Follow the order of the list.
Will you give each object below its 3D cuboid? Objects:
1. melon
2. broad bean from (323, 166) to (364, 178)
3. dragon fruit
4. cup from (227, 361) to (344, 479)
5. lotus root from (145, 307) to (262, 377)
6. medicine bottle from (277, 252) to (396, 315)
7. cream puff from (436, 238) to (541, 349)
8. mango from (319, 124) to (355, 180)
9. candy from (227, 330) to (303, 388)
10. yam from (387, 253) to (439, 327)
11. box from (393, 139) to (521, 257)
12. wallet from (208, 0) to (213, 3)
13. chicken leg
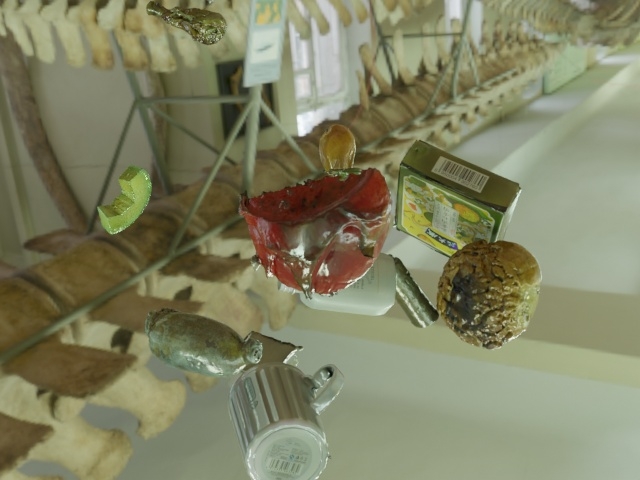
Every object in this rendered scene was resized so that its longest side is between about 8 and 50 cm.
[{"bbox_3d":[-0.581,-0.119,2.077,0.064,0.118,0.209,34,-98,29],"label":"melon"},{"bbox_3d":[0.072,-0.157,2.006,0.144,0.049,0.292,-4,166,-4],"label":"broad bean"},{"bbox_3d":[0.000,0.000,1.528,0.343,0.282,0.100,-13,-165,12],"label":"dragon fruit"},{"bbox_3d":[-0.066,0.317,1.272,0.166,0.221,0.202,21,-168,-19],"label":"cup"},{"bbox_3d":[-0.327,0.295,1.936,0.349,0.175,0.175,14,-157,16],"label":"lotus root"},{"bbox_3d":[0.045,0.108,1.978,0.324,0.179,0.124,8,154,-13],"label":"medicine bottle"},{"bbox_3d":[0.507,0.164,2.150,0.231,0.327,0.343,-5,151,-44],"label":"cream puff"},{"bbox_3d":[0.048,-0.266,2.110,0.115,0.165,0.089,9,-177,-16],"label":"mango"},{"bbox_3d":[-0.176,0.389,2.141,0.184,0.137,0.195,16,-141,22],"label":"candy"},{"bbox_3d":[0.269,0.158,2.200,0.093,0.259,0.093,-31,-159,13],"label":"yam"},{"bbox_3d":[0.444,-0.106,2.355,0.373,0.420,0.138,27,-114,18],"label":"box"},{"bbox_3d":[-0.381,-0.762,1.919,0.069,0.231,0.170,-42,-138,12],"label":"wallet"},{"bbox_3d":[-0.281,-0.457,1.447,0.178,0.070,0.093,22,-160,9],"label":"chicken leg"}]
